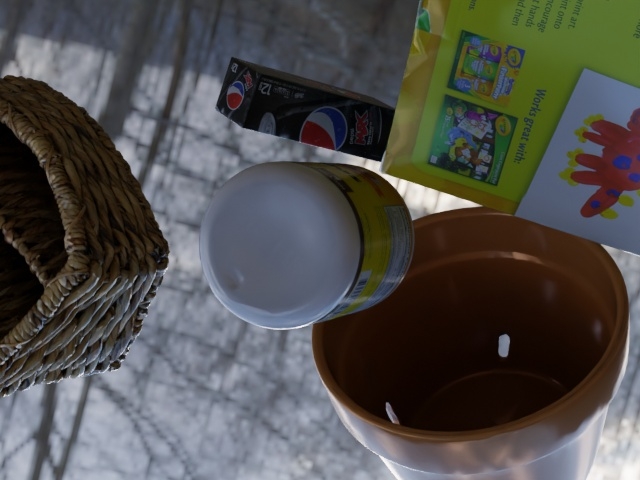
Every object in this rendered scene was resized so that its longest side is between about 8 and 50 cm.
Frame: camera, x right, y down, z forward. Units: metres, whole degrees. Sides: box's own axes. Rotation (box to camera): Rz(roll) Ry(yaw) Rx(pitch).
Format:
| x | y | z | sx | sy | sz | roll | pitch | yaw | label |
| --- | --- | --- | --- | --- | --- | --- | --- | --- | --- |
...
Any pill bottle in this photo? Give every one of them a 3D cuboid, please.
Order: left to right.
| x | y | z | sx | sy | sz | roll | pitch | yaw | label |
| --- | --- | --- | --- | --- | --- | --- | --- | --- | --- |
| 0.000 | 0.000 | 1.135 | 0.117 | 0.117 | 0.215 | 17 | -173 | 16 | pill bottle |

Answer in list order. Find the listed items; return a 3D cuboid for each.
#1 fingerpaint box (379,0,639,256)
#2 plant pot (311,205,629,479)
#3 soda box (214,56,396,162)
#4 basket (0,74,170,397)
| x | y | z | sx | sy | sz | roll | pitch | yaw | label |
| --- | --- | --- | --- | --- | --- | --- | --- | --- | --- |
| 0.276 | -0.199 | 1.240 | 0.371 | 0.444 | 0.163 | 18 | -131 | 7 | fingerpaint box |
| 0.156 | 0.137 | 1.455 | 0.291 | 0.203 | 0.290 | -10 | -138 | 9 | plant pot |
| -0.009 | -0.119 | 1.408 | 0.169 | 0.053 | 0.060 | 11 | -165 | -36 | soda box |
| -0.318 | -0.017 | 1.449 | 0.223 | 0.213 | 0.299 | -11 | -131 | -45 | basket |
